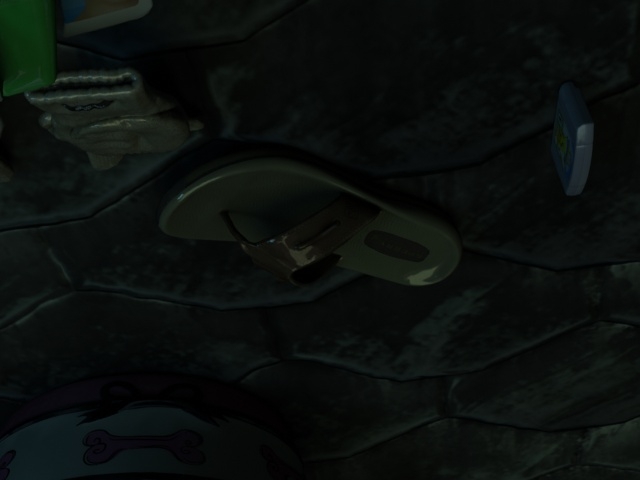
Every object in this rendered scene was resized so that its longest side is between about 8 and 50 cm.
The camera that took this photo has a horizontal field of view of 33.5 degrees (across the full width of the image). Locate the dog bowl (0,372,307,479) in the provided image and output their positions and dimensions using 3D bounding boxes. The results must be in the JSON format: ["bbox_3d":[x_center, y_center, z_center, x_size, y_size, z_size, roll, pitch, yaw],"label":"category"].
[{"bbox_3d":[-0.196,0.297,1.194,0.408,0.150,0.408,-4,142,-3],"label":"dog bowl"}]

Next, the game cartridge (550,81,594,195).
[{"bbox_3d":[0.198,-0.076,0.836,0.017,0.056,0.083,-11,141,-4],"label":"game cartridge"}]

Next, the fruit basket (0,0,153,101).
[{"bbox_3d":[-0.264,-0.195,0.499,0.327,0.165,0.353,-16,150,-8],"label":"fruit basket"}]

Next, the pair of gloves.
[{"bbox_3d":[-0.213,-0.083,0.742,0.240,0.042,0.204,-6,171,7],"label":"pair of gloves"}]

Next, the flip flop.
[{"bbox_3d":[0.000,0.000,0.892,0.277,0.080,0.112,17,137,-25],"label":"flip flop"}]
